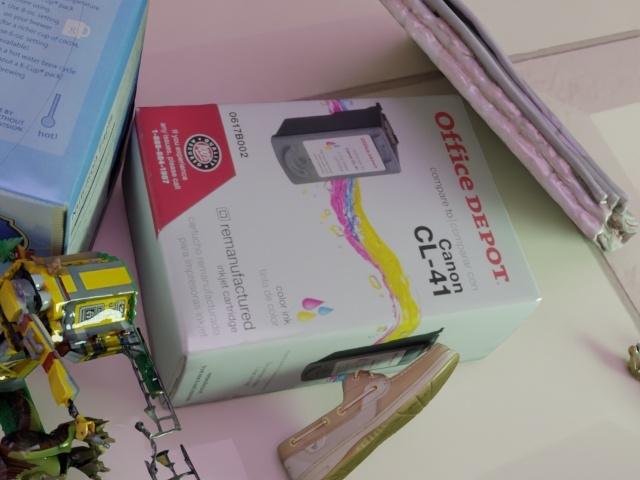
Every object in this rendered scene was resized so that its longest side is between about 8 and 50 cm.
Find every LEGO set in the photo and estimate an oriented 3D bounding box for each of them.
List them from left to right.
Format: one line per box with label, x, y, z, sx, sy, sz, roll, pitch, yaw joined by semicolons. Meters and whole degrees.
LEGO set;-0.199;0.175;0.548;0.192;0.255;0.331;-8;73;-51

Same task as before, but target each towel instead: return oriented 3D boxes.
towel;0.170;-0.130;0.845;0.053;0.317;0.332;-41;76;13

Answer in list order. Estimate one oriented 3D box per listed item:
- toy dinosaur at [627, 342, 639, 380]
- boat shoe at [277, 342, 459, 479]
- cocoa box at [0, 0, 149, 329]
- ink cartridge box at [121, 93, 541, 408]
toy dinosaur;0.372;0.163;0.870;0.092;0.053;0.183;-36;69;-15
boat shoe;0.036;0.134;0.740;0.170;0.063;0.059;-39;67;-7
cocoa box;-0.327;-0.104;0.682;0.347;0.228;0.231;16;58;-9
ink cartridge box;0.000;0.000;0.787;0.306;0.131;0.226;-7;64;-20
